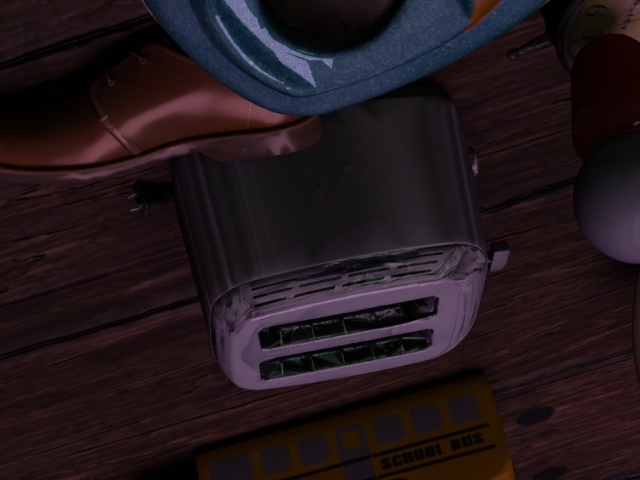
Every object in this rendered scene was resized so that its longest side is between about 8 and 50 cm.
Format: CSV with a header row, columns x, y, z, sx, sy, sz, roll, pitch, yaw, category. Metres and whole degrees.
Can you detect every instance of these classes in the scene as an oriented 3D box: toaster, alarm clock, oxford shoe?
x,y,z,sx,sy,sz,roll,pitch,yaw,category
0.000,0.000,0.964,0.227,0.146,0.129,-9,147,-9,toaster
0.210,-0.149,0.895,0.192,0.064,0.129,0,145,-16,alarm clock
-0.108,-0.082,0.887,0.212,0.076,0.076,-11,118,-2,oxford shoe

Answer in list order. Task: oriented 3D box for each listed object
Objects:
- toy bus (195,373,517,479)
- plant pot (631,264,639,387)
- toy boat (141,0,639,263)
x,y,z,sx,sy,sz,roll,pitch,yaw,category
0.004,0.230,1.339,0.333,0.130,0.108,-16,149,2,toy bus
0.445,0.062,1.136,0.280,0.323,0.323,-11,152,-37,plant pot
0.077,-0.117,0.753,0.267,0.148,0.318,-35,124,30,toy boat
